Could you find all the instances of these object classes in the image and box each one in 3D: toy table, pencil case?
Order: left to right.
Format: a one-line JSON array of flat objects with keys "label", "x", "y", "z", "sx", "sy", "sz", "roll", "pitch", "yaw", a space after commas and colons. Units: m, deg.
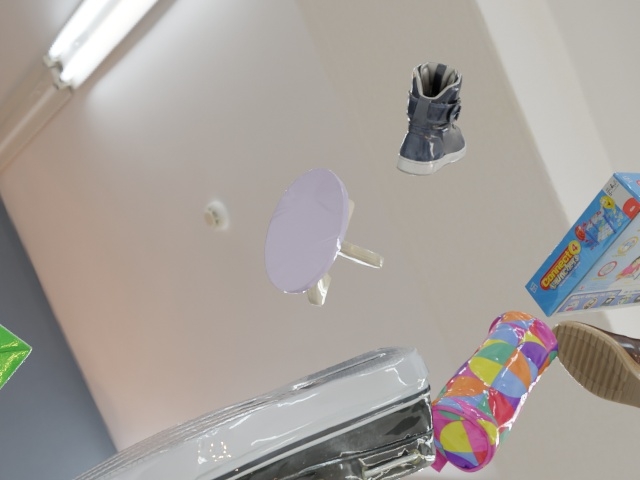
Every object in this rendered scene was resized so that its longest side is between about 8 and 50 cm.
[{"label": "toy table", "x": 0.000, "y": 0.000, "z": 1.534, "sx": 0.252, "sy": 0.161, "sz": 0.274, "roll": 25, "pitch": -96, "yaw": 32}, {"label": "pencil case", "x": 0.212, "y": 0.183, "z": 0.874, "sx": 0.104, "sy": 0.236, "sz": 0.104, "roll": 22, "pitch": -51, "yaw": 30}]

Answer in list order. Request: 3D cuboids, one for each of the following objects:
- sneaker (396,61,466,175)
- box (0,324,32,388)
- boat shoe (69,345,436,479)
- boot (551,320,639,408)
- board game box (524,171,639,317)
[{"label": "sneaker", "x": 0.197, "y": -0.209, "z": 1.141, "sx": 0.086, "sy": 0.226, "sz": 0.163, "roll": 15, "pitch": -66, "yaw": 20}, {"label": "box", "x": -0.569, "y": 0.232, "z": 0.985, "sx": 0.127, "sy": 0.262, "sz": 0.231, "roll": 43, "pitch": -36, "yaw": -18}, {"label": "boat shoe", "x": -0.043, "y": 0.181, "z": 0.521, "sx": 0.121, "sy": 0.335, "sz": 0.119, "roll": -27, "pitch": -100, "yaw": 66}, {"label": "boot", "x": 0.486, "y": 0.179, "z": 1.038, "sx": 0.248, "sy": 0.207, "sz": 0.090, "roll": 33, "pitch": -60, "yaw": 33}, {"label": "board game box", "x": 0.605, "y": 0.011, "z": 1.368, "sx": 0.086, "sy": 0.308, "sz": 0.302, "roll": 60, "pitch": -42, "yaw": 37}]
